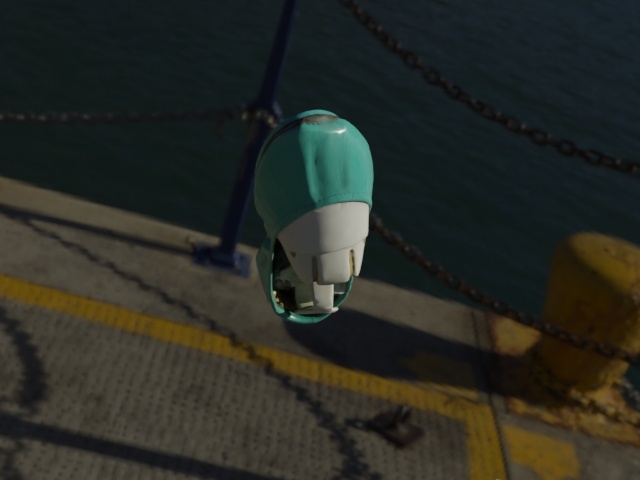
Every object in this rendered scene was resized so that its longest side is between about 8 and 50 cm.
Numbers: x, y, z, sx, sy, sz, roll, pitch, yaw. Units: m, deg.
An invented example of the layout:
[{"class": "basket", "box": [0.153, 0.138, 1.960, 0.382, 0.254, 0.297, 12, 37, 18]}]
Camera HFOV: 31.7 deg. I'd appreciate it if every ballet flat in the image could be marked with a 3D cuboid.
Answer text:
[{"class": "ballet flat", "box": [0.000, 0.000, 0.781, 0.083, 0.247, 0.087, -15, 70, -10]}]

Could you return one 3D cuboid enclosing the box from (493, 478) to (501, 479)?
[{"class": "box", "box": [0.037, 0.163, 0.253, 0.130, 0.091, 0.170, -29, 33, -6]}]
